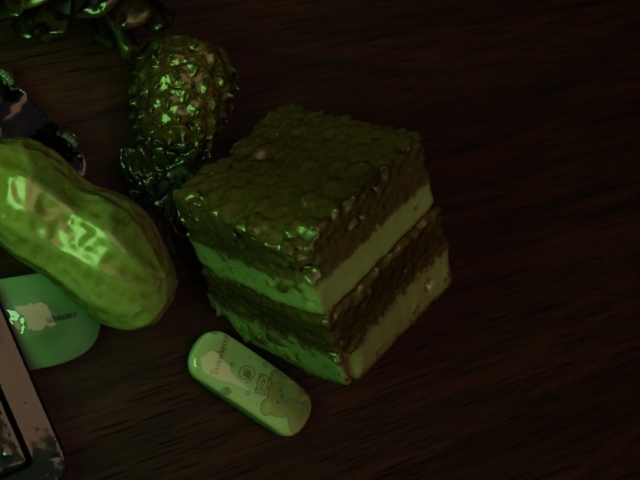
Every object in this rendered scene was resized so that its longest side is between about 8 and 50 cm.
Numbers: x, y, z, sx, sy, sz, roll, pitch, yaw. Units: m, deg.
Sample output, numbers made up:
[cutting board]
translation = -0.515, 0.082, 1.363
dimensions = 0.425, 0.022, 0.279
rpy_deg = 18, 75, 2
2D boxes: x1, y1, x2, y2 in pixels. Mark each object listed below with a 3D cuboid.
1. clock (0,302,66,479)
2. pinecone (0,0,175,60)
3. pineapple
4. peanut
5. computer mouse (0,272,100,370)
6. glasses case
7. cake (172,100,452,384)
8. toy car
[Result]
[clock]
translation = -0.479, 0.219, 1.428
dimensions = 0.273, 0.049, 0.278
rpy_deg = -24, 97, -14
[pinecone]
translation = -0.307, -0.388, 1.475
dimensions = 0.384, 0.384, 0.384
rpy_deg = 4, 83, -28
[pineapple]
translation = -0.198, -0.119, 1.613
dimensions = 0.170, 0.141, 0.310
rpy_deg = 11, 90, -51
[peanut]
translation = -0.308, -0.013, 1.476
dimensions = 0.313, 0.152, 0.152
rpy_deg = 40, 67, -12
[computer mouse]
translation = -0.394, 0.107, 1.507
dimensions = 0.231, 0.079, 0.128
rpy_deg = -13, 92, -26
[glasses case]
translation = -0.099, 0.204, 1.669
dimensions = 0.204, 0.051, 0.081
rpy_deg = 36, 70, -20
[cake]
translation = 0.000, 0.000, 1.600
dimensions = 0.282, 0.256, 0.290
rpy_deg = -44, 136, -26
[toy car]
translation = -0.398, -0.139, 1.545
dimensions = 0.205, 0.056, 0.095
rpy_deg = 47, 65, -20
